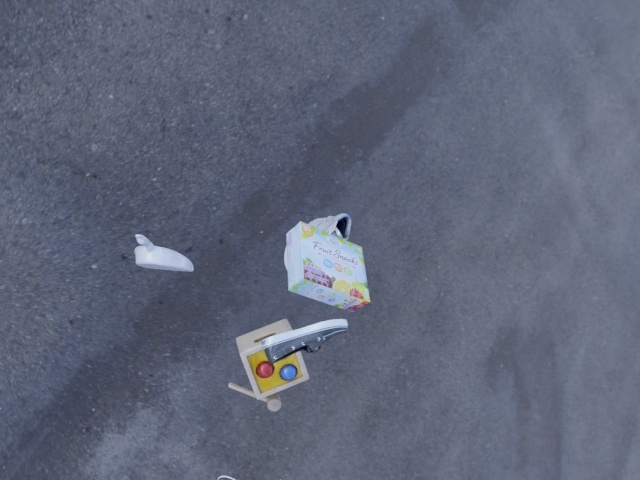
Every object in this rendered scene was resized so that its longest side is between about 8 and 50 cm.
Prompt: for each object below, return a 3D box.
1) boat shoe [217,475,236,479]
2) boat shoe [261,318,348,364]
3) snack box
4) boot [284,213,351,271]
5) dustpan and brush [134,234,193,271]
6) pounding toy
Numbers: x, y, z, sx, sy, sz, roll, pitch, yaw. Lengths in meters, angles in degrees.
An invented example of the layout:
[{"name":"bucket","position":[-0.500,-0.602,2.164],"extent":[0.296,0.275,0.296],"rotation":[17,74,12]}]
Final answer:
[{"name":"boat shoe","position":[-0.223,0.665,1.324],"extent":[0.125,0.046,0.038],"rotation":[51,20,-16]},{"name":"boat shoe","position":[-0.021,0.157,0.793],"extent":[0.142,0.049,0.040],"rotation":[-12,70,-18]},{"name":"snack box","position":[0.018,0.067,1.268],"extent":[0.207,0.070,0.174],"rotation":[24,44,-31]},{"name":"boot","position":[0.000,0.000,1.388],"extent":[0.095,0.124,0.258],"rotation":[59,33,-20]},{"name":"dustpan and brush","position":[-0.417,0.032,1.273],"extent":[0.148,0.211,0.060],"rotation":[4,80,6]},{"name":"pounding toy","position":[-0.123,0.316,1.163],"extent":[0.181,0.094,0.205],"rotation":[-20,109,-10]}]
